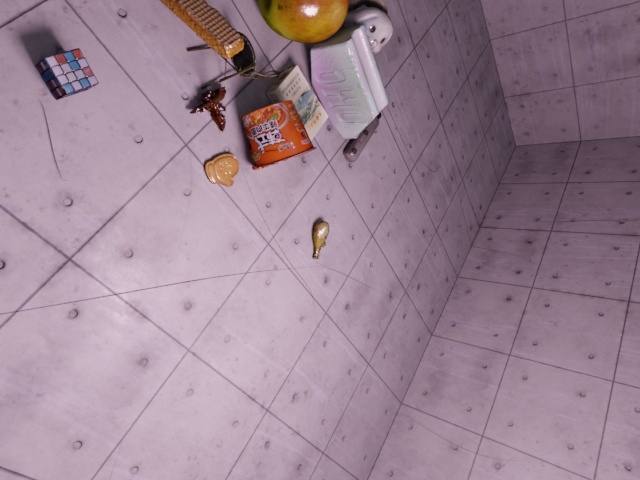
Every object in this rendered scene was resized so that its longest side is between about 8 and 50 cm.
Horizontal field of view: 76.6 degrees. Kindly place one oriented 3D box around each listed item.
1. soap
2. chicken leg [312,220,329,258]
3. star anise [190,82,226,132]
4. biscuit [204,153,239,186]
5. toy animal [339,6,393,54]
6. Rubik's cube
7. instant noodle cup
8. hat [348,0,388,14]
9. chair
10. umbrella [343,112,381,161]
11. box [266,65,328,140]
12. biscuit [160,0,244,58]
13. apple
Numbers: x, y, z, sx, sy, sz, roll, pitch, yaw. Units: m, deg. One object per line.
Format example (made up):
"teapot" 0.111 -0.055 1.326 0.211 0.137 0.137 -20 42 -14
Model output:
"soap" 0.119 -0.649 1.715 0.156 0.262 0.446 -61 141 -26
"chicken leg" 0.000 0.000 1.818 0.093 0.070 0.177 3 100 -53
"star anise" -0.336 -0.461 1.352 0.141 0.145 0.158 11 85 -56
"biscuit" -0.344 -0.247 1.450 0.140 0.023 0.118 -43 123 -36
"toy animal" 0.181 -0.892 1.777 0.249 0.290 0.173 38 64 -65
"Rubik's cube" -0.654 -0.429 1.048 0.092 0.092 0.092 -41 123 -36
"instant noodle cup" -0.164 -0.386 1.483 0.250 0.251 0.191 -32 108 -40
"hat" 0.160 -1.013 1.752 0.245 0.149 0.214 45 17 -12
"chair" -0.267 -0.627 1.398 0.326 0.160 0.170 -34 116 -34
"umbrella" 0.213 -0.515 1.980 0.337 0.067 0.073 -59 145 -25
"box" -0.089 -0.550 1.653 0.256 0.069 0.164 51 59 -37
"biscuit" -0.395 -0.701 1.210 0.379 0.054 0.094 41 58 -10
"apple" -0.063 -0.892 1.460 0.340 0.340 0.338 -7 99 -46
